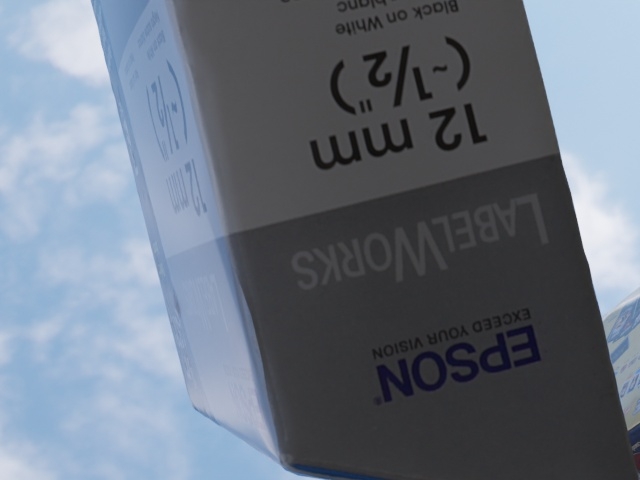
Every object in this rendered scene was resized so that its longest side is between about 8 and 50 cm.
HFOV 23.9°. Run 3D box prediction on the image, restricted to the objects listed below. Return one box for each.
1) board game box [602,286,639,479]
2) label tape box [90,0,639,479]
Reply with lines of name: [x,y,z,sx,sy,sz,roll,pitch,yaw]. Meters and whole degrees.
board game box: [0.195,0.100,0.969,0.042,0.243,0.165,34,-125,-4]
label tape box: [0.000,0.000,0.548,0.115,0.249,0.347,-12,-90,-11]
